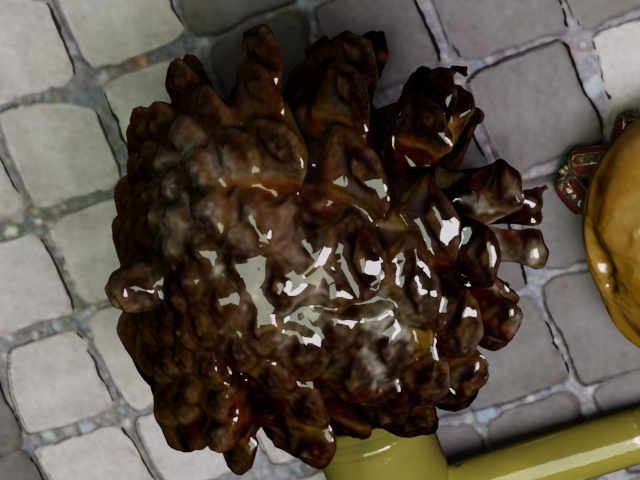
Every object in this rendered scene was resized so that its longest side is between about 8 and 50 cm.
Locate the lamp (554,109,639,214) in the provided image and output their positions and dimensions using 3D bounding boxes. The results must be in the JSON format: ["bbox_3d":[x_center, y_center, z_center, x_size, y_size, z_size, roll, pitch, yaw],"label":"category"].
[{"bbox_3d":[0.202,-0.047,1.362,0.083,0.031,0.063,-37,100,24],"label":"lamp"}]

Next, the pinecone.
[{"bbox_3d":[0.003,-0.002,1.298,0.296,0.242,0.298,-1,110,0],"label":"pinecone"}]

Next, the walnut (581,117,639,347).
[{"bbox_3d":[0.270,0.012,1.323,0.167,0.087,0.211,-20,119,0],"label":"walnut"}]

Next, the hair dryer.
[{"bbox_3d":[0.144,0.155,1.430,0.279,0.090,0.135,-18,106,9],"label":"hair dryer"}]
